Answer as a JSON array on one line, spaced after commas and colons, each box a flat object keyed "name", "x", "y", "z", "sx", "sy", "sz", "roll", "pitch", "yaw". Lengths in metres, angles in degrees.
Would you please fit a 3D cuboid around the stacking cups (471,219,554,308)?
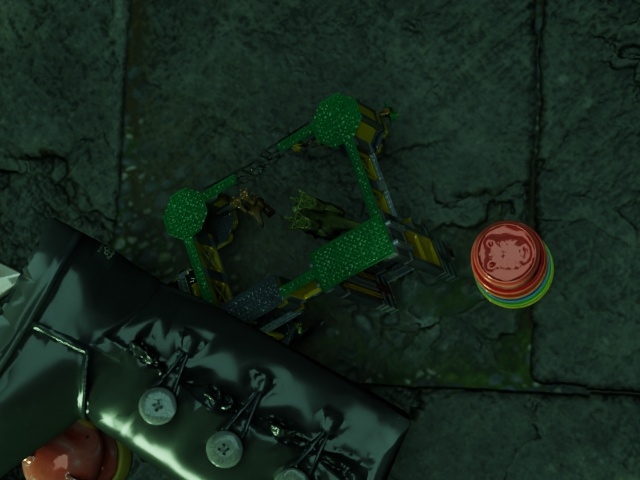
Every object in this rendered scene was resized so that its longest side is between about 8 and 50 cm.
[{"name": "stacking cups", "x": 0.209, "y": 0.022, "z": 1.425, "sx": 0.096, "sy": 0.316, "sz": 0.096, "roll": -1, "pitch": 86, "yaw": 7}]

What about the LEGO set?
[{"name": "LEGO set", "x": 0.000, "y": 0.000, "z": 1.552, "sx": 0.331, "sy": 0.192, "sz": 0.255, "roll": -37, "pitch": 63, "yaw": 18}]

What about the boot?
[{"name": "boot", "x": -0.172, "y": 0.232, "z": 1.450, "sx": 0.445, "sy": 0.146, "sz": 0.367, "roll": 29, "pitch": 106, "yaw": -7}]

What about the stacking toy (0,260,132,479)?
[{"name": "stacking toy", "x": -0.368, "y": 0.160, "z": 1.599, "sx": 0.309, "sy": 0.130, "sz": 0.279, "roll": 15, "pitch": 89, "yaw": 9}]
